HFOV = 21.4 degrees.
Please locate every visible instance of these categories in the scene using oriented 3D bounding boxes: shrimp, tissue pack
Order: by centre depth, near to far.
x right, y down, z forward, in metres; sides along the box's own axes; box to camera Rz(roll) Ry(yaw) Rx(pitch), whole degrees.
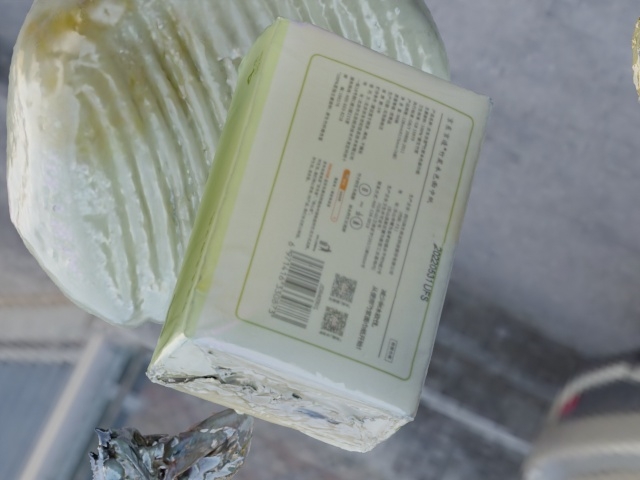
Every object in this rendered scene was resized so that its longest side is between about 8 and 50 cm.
[{"bbox_3d":[0.000,0.000,1.093,0.159,0.234,0.125,20,157,-12],"label":"tissue pack"},{"bbox_3d":[-0.132,0.198,1.545,0.062,0.164,0.317,45,172,18],"label":"shrimp"}]

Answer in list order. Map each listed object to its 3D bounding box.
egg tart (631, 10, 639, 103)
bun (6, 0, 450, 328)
[{"bbox_3d":[0.454,-0.174,1.666,0.291,0.291,0.107,20,-167,17],"label":"egg tart"},{"bbox_3d":[-0.082,-0.105,1.351,0.365,0.365,0.219,34,-176,-30],"label":"bun"}]
